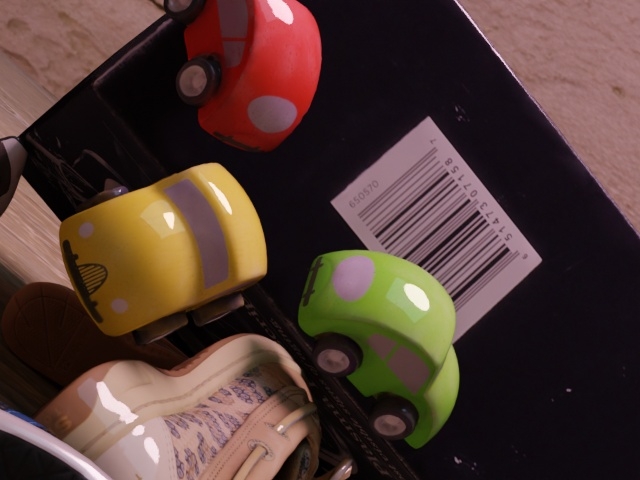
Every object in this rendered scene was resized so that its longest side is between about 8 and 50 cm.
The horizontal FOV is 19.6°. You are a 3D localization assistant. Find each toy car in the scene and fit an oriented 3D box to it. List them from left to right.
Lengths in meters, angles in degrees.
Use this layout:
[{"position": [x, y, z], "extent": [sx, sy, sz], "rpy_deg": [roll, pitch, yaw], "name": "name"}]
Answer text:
[{"position": [0.000, 0.000, 0.806], "extent": [0.225, 0.053, 0.239], "rpy_deg": [48, 34, -26], "name": "toy car"}]

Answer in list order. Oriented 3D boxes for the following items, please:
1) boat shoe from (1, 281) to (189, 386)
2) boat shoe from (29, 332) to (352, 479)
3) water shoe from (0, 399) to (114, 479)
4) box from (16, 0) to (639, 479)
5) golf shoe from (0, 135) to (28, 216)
[{"position": [-0.093, 0.078, 1.005], "extent": [0.170, 0.063, 0.059], "rpy_deg": [39, 8, 3], "name": "boat shoe"}, {"position": [-0.052, 0.106, 0.789], "extent": [0.089, 0.104, 0.285], "rpy_deg": [45, 13, 12], "name": "boat shoe"}, {"position": [-0.117, 0.071, 0.574], "extent": [0.203, 0.073, 0.080], "rpy_deg": [40, 0, -5], "name": "water shoe"}, {"position": [0.014, 0.011, 1.046], "extent": [0.343, 0.179, 0.312], "rpy_deg": [51, -15, -8], "name": "box"}, {"position": [-0.254, -0.078, 1.054], "extent": [0.198, 0.094, 0.077], "rpy_deg": [38, 3, -3], "name": "golf shoe"}]
